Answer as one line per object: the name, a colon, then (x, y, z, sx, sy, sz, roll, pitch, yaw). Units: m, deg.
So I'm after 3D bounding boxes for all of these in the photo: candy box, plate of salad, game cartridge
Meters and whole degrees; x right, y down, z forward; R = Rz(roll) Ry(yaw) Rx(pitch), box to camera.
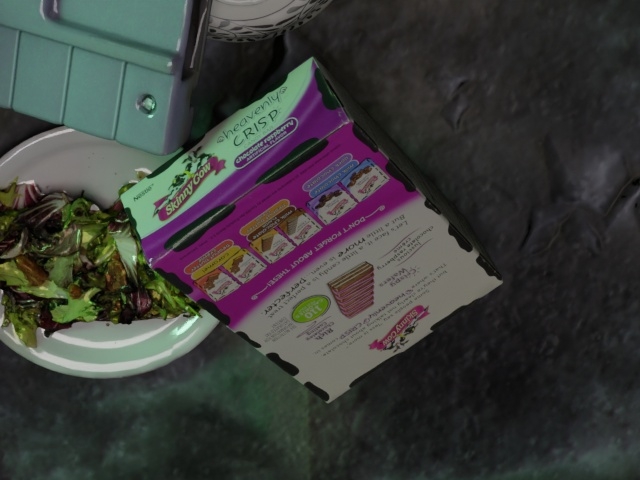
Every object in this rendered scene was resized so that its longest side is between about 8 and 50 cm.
candy box: (0.000, 0.000, 1.128, 0.159, 0.071, 0.233, -35, 140, 10)
plate of salad: (-0.154, 0.014, 1.185, 0.200, 0.048, 0.200, -2, 115, -4)
game cartridge: (-0.163, -0.246, 1.016, 0.230, 0.068, 0.355, 15, 113, 10)

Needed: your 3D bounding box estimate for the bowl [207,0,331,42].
bowl: (-0.051, -0.196, 1.081, 0.170, 0.080, 0.170, -2, 115, -5)
